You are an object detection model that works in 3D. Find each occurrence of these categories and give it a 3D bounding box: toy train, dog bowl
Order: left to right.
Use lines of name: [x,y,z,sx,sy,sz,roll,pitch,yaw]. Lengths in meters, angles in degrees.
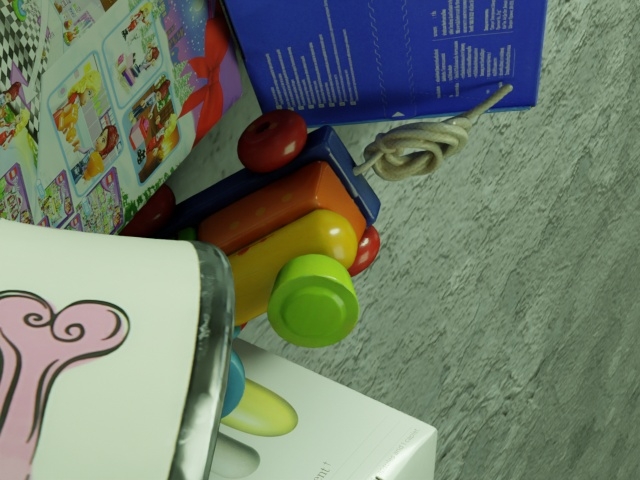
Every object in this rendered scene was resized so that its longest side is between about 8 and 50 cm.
dog bowl: [-0.177,0.165,0.552,0.408,0.150,0.408,-158,-90,-79]
toy train: [0.000,0.000,0.837,0.105,0.248,0.143,55,15,-29]

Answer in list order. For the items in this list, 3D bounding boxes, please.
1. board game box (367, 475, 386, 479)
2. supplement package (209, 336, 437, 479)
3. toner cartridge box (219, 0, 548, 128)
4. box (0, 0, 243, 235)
board game box: [-0.043,0.280,0.763,0.305,0.053,0.193,-44,146,-24]
supplement package: [-0.068,0.176,0.918,0.194,0.203,0.149,-45,147,-42]
toner cartridge box: [0.030,-0.154,0.771,0.348,0.165,0.075,74,14,-73]
box: [-0.130,-0.116,0.712,0.201,0.057,0.293,-51,151,-31]
